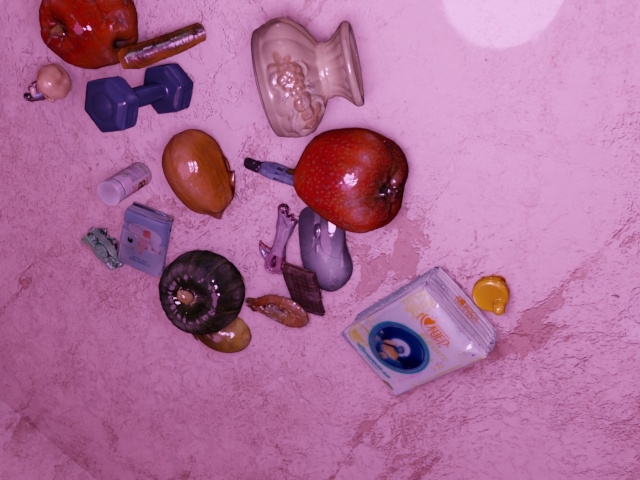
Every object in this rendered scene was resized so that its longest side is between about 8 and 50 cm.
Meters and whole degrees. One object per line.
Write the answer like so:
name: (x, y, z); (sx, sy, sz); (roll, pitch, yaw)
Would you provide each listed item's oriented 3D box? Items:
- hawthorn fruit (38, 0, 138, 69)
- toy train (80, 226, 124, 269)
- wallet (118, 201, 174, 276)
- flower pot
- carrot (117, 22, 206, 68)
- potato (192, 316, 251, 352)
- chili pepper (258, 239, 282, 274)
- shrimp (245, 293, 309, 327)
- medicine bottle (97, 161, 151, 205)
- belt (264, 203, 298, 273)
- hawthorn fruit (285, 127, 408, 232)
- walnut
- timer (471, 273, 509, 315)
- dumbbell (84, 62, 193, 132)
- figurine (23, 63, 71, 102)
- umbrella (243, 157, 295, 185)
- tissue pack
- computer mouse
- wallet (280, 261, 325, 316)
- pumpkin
hawthorn fruit: (-0.656, -0.619, 1.717); (0.258, 0.261, 0.259); (-5, 83, 47)
toy train: (-0.800, 0.034, 2.234); (0.104, 0.071, 0.178); (-30, 101, 40)
wallet: (-0.619, -0.002, 2.139); (0.176, 0.075, 0.251); (22, 123, 3)
flower pot: (-0.023, -0.424, 1.538); (0.243, 0.307, 0.308); (-11, 113, 11)
carrot: (-0.447, -0.552, 1.714); (0.260, 0.070, 0.070); (-21, 109, 2)
potato: (-0.391, 0.332, 2.200); (0.271, 0.111, 0.160); (27, 122, 7)
chili pepper: (-0.156, 0.063, 1.997); (0.050, 0.041, 0.153); (-42, 98, -1)
shrimp: (-0.156, 0.228, 2.054); (0.267, 0.061, 0.145); (14, 143, 36)
medicine bottle: (-0.638, -0.187, 1.976); (0.086, 0.183, 0.086); (10, 121, 17)
belt: (-0.125, -0.002, 1.923); (0.071, 0.053, 0.232); (17, 111, 7)
hawthorn fruit: (0.054, -0.169, 1.659); (0.368, 0.284, 0.285); (9, 120, 28)
walnut: (-0.373, -0.195, 1.858); (0.203, 0.203, 0.298); (-4, 118, 25)
timer: (0.489, 0.159, 1.737); (0.107, 0.109, 0.107); (10, 120, 18)
dumbbell: (-0.509, -0.410, 1.717); (0.159, 0.325, 0.144); (-2, 111, 27)
figurine: (-0.898, -0.508, 1.970); (0.195, 0.114, 0.108); (-2, 140, 35)
umbrella: (-0.123, -0.204, 1.824); (0.250, 0.052, 0.053); (22, 107, 21)
tissue pack: (0.291, 0.284, 1.837); (0.287, 0.162, 0.388); (48, 132, -5)
computer mouse: (0.000, 0.000, 1.872); (0.167, 0.090, 0.380); (-1, 114, 22)
wallet: (-0.054, 0.160, 1.956); (0.124, 0.042, 0.230); (15, 142, 22)
pumpkin: (-0.405, 0.177, 2.053); (0.300, 0.207, 0.301); (2, 98, 15)
